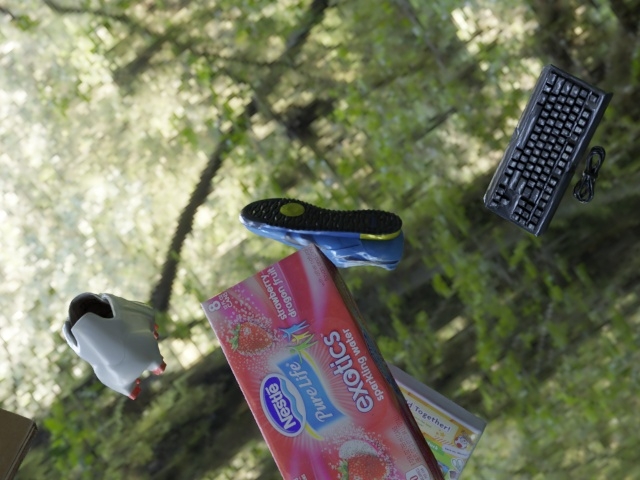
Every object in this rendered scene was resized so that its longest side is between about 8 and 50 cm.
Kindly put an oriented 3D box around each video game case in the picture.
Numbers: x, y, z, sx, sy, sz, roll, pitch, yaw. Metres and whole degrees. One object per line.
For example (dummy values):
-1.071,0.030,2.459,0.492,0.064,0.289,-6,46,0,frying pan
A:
0.070,0.244,1.495,0.227,0.206,0.026,31,-146,15,video game case

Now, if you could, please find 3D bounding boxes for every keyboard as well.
0.252,-0.088,1.286,0.108,0.180,0.023,29,-149,14,keyboard

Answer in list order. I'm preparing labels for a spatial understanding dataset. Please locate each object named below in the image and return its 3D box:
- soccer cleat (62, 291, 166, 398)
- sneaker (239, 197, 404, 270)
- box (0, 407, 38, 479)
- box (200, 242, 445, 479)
-0.168,0.067,0.945,0.076,0.068,0.196,48,173,-15,soccer cleat
0.000,0.000,1.508,0.069,0.209,0.082,-75,-10,-53,sneaker
-0.337,0.173,0.887,0.201,0.164,0.021,19,148,7,box
0.004,0.175,1.356,0.300,0.154,0.142,64,-175,15,box
